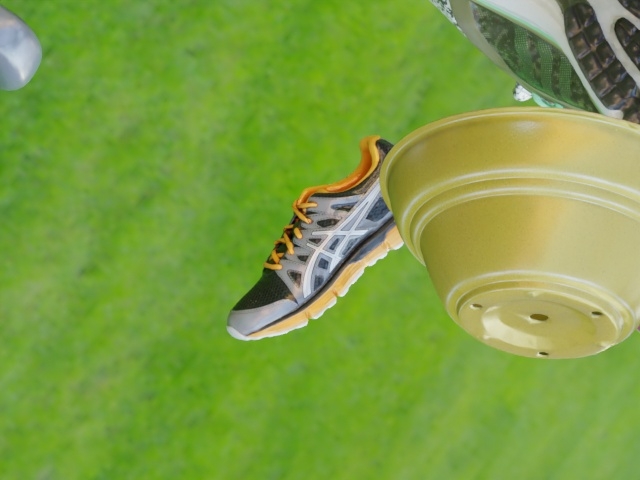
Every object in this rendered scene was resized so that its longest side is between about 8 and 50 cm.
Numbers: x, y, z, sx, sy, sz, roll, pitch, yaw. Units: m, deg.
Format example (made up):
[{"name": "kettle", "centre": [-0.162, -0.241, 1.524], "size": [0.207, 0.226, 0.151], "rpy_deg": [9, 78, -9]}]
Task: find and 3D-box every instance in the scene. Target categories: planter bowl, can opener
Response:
[{"name": "planter bowl", "centre": [0.137, 0.012, 1.189], "size": [0.217, 0.217, 0.090], "rpy_deg": [77, 21, -61]}, {"name": "can opener", "centre": [-0.232, -0.113, 1.289], "size": [0.074, 0.093, 0.280], "rpy_deg": [-58, -176, -4]}]

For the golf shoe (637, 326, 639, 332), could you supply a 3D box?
[{"name": "golf shoe", "centre": [0.297, 0.105, 1.390], "size": [0.115, 0.306, 0.140], "rpy_deg": [-32, 126, 29]}]

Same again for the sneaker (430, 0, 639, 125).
[{"name": "sneaker", "centre": [0.216, -0.156, 1.583], "size": [0.158, 0.410, 0.182], "rpy_deg": [-38, 161, -17]}]

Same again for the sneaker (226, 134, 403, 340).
[{"name": "sneaker", "centre": [0.000, 0.000, 1.614], "size": [0.215, 0.083, 0.084], "rpy_deg": [-42, -164, -11]}]
